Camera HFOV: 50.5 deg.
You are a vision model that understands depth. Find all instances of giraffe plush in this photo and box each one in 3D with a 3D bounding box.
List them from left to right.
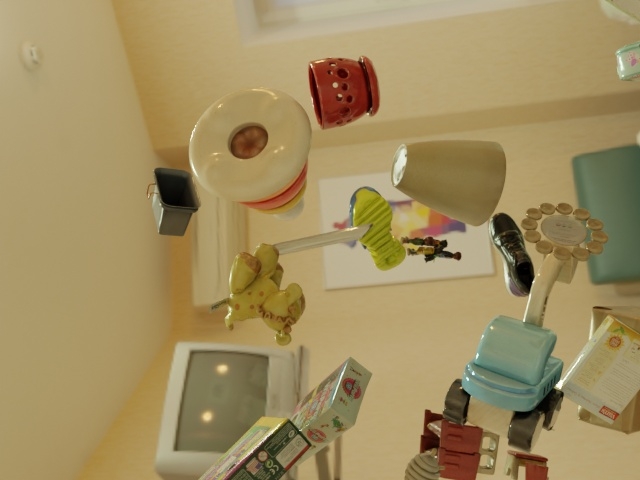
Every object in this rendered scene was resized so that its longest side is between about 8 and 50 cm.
[{"bbox_3d":[-0.106,0.125,1.455,0.210,0.171,0.181,-45,-38,-39],"label":"giraffe plush"}]

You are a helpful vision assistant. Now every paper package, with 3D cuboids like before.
[{"bbox_3d":[0.897,0.357,1.927,0.310,0.168,0.324,4,-86,-38],"label":"paper package"}]

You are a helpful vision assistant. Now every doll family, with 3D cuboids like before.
[{"bbox_3d":[0.313,0.024,1.881,0.193,0.111,0.075,-2,-90,-49],"label":"doll family"}]

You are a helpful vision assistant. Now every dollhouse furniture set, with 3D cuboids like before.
[{"bbox_3d":[0.480,0.588,1.898,0.201,0.374,0.152,145,135,-80],"label":"dollhouse furniture set"}]

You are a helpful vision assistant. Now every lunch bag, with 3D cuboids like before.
[{"bbox_3d":[0.984,-0.521,1.939,0.279,0.224,0.107,-6,-88,-42],"label":"lunch bag"}]

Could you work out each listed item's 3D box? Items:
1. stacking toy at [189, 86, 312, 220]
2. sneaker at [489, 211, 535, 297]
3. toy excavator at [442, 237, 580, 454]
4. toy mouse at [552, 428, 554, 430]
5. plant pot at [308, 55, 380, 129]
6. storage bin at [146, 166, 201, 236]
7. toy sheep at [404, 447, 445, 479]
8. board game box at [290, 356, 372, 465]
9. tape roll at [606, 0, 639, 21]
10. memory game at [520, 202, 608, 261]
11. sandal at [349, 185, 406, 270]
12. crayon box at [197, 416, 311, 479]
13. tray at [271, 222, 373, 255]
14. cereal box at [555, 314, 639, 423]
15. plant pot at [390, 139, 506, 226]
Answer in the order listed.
[{"bbox_3d":[-0.148,-0.198,2.025,0.480,0.351,0.350,56,-151,-65],"label":"stacking toy"},{"bbox_3d":[0.629,0.039,2.164,0.124,0.107,0.283,108,145,-82],"label":"sneaker"},{"bbox_3d":[0.519,0.233,1.685,0.433,0.222,0.444,-16,-61,-53],"label":"toy excavator"},{"bbox_3d":[0.596,0.438,1.828,0.031,0.161,0.143,-36,-11,-38],"label":"toy mouse"},{"bbox_3d":[0.066,-0.411,1.860,0.191,0.174,0.191,168,90,-87],"label":"plant pot"},{"bbox_3d":[-0.314,-0.075,1.409,0.091,0.098,0.135,-66,33,32],"label":"storage bin"},{"bbox_3d":[0.250,0.560,1.642,0.091,0.091,0.132,-22,-46,-82],"label":"toy sheep"},{"bbox_3d":[0.013,0.527,2.084,0.097,0.303,0.224,39,-144,-7],"label":"board game box"},{"bbox_3d":[0.659,-0.502,1.370,0.077,0.321,0.321,-58,7,22],"label":"tape roll"},{"bbox_3d":[0.531,-0.020,1.480,0.186,0.186,0.012,-87,-2,-45],"label":"memory game"},{"bbox_3d":[0.142,-0.044,1.930,0.138,0.126,0.317,56,173,40],"label":"sandal"},{"bbox_3d":[-0.220,0.631,1.796,0.106,0.363,0.313,49,158,0],"label":"crayon box"},{"bbox_3d":[0.000,0.000,1.723,0.145,0.271,0.030,-24,-78,-81],"label":"tray"},{"bbox_3d":[0.743,0.333,1.741,0.240,0.173,0.047,-57,7,12],"label":"cereal box"},{"bbox_3d":[0.354,-0.193,1.980,0.256,0.274,0.256,-169,90,-77],"label":"plant pot"}]
